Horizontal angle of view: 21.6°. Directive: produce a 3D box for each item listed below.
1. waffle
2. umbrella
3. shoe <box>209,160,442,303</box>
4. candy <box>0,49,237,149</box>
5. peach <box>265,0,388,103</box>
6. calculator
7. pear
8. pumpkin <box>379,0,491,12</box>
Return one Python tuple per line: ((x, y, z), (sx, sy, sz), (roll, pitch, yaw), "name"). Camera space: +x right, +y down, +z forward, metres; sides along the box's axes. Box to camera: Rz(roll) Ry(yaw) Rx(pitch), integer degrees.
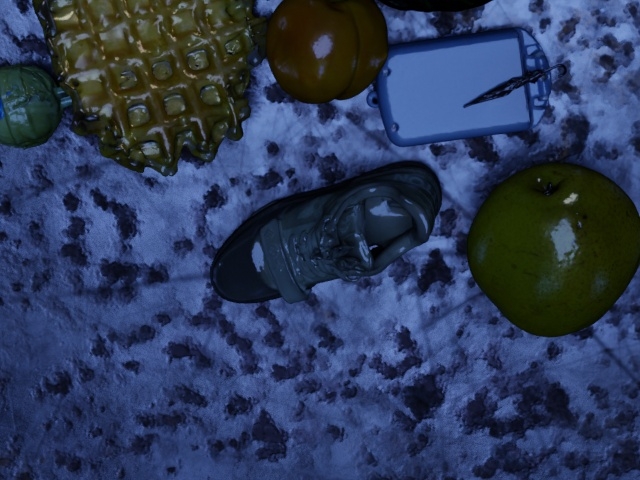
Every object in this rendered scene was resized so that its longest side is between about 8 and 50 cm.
((-0.193, -0.215, 1.861), (0.281, 0.060, 0.262), (27, 82, -6), "waffle")
((0.215, -0.174, 1.865), (0.122, 0.013, 0.022), (-19, 122, 8), "umbrella")
((0.001, 0.002, 1.895), (0.293, 0.149, 0.109), (-25, 102, 8), "shoe")
((-0.226, -0.179, 1.914), (0.336, 0.092, 0.093), (-12, 66, -1), "candy")
((0.006, -0.214, 1.852), (0.138, 0.138, 0.138), (1, 103, 4), "peach")
((0.156, -0.173, 1.897), (0.210, 0.039, 0.121), (-8, 101, 7), "calculator")
((0.261, 0.005, 1.864), (0.198, 0.198, 0.198), (1, 103, 4), "pear")
((0.110, -0.367, 1.729), (0.315, 0.238, 0.315), (10, 143, 8), "pumpkin")
